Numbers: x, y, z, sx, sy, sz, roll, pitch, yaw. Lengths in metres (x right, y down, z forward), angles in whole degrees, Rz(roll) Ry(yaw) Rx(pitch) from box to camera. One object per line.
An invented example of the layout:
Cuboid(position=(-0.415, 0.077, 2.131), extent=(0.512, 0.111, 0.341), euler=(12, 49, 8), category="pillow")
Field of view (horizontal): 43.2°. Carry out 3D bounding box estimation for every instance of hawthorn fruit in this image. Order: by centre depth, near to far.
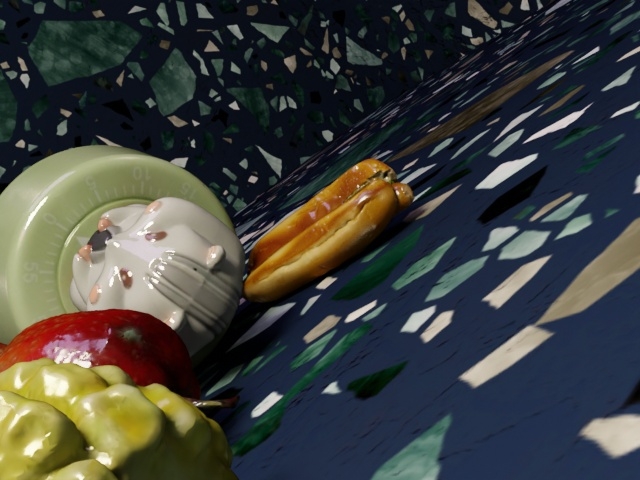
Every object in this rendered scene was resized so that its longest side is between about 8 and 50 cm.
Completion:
Cuboid(position=(-0.148, 0.123, 0.583), extent=(0.193, 0.157, 0.157), euler=(-12, 17, 22), category="hawthorn fruit")

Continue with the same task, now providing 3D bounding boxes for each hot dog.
Cuboid(position=(0.000, 0.000, 0.912), extent=(0.249, 0.068, 0.100), euler=(-35, 29, 35), category="hot dog")

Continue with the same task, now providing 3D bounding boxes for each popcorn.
Cuboid(position=(-0.114, 0.127, 0.385), extent=(0.173, 0.173, 0.142), euler=(-33, 30, 14), category="popcorn")

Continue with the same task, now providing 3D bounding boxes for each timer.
Cuboid(position=(-0.184, 0.037, 0.830), extent=(0.290, 0.291, 0.315), euler=(-39, 19, -23), category="timer")

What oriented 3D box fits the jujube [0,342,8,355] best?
Cuboid(position=(-0.371, 0.223, 0.755), extent=(0.197, 0.197, 0.290), euler=(-28, 24, 43), category="jujube")
